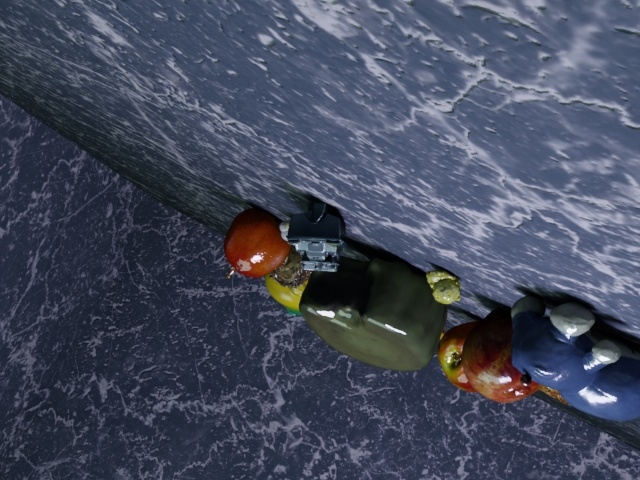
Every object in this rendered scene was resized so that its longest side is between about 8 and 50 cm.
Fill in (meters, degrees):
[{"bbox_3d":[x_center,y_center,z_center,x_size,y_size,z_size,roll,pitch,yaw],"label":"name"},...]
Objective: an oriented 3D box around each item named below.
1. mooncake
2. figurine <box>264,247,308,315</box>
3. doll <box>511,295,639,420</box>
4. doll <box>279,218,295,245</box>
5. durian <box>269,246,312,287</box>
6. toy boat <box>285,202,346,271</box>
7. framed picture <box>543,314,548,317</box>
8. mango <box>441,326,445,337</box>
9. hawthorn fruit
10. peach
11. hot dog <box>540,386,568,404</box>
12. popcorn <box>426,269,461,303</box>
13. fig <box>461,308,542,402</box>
[{"bbox_3d":[0.132,0.166,1.728,0.351,0.187,0.351,18,153,10],"label":"mooncake"},{"bbox_3d":[-0.067,0.154,2.533,0.323,0.231,0.340,39,-177,30],"label":"figurine"},{"bbox_3d":[0.438,0.200,1.199,0.258,0.154,0.228,23,171,-15],"label":"doll"},{"bbox_3d":[-0.050,-0.016,1.852,0.106,0.062,0.162,36,173,-19],"label":"doll"},{"bbox_3d":[-0.113,0.071,2.294,0.196,0.167,0.196,16,136,16],"label":"durian"},{"bbox_3d":[0.000,0.003,1.545,0.114,0.122,0.296,4,173,6],"label":"toy boat"},{"bbox_3d":[0.420,0.146,1.382,0.089,0.007,0.066,28,173,-1],"label":"framed picture"},{"bbox_3d":[0.219,0.198,2.037,0.187,0.144,0.359,26,176,40],"label":"mango"},{"bbox_3d":[-0.195,0.023,2.068,0.196,0.225,0.196,40,171,7],"label":"hawthorn fruit"},{"bbox_3d":[0.411,0.298,1.883,0.197,0.197,0.197,28,174,3],"label":"peach"},{"bbox_3d":[0.671,0.417,2.125,0.144,0.075,0.268,34,170,-22],"label":"hot dog"},{"bbox_3d":[0.248,0.090,1.459,0.083,0.059,0.068,53,-162,-12],"label":"popcorn"},{"bbox_3d":[0.391,0.237,1.527,0.205,0.205,0.205,28,174,3],"label":"fig"}]
